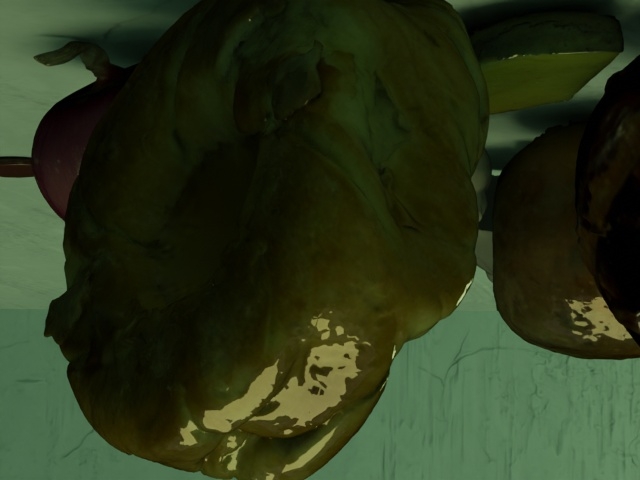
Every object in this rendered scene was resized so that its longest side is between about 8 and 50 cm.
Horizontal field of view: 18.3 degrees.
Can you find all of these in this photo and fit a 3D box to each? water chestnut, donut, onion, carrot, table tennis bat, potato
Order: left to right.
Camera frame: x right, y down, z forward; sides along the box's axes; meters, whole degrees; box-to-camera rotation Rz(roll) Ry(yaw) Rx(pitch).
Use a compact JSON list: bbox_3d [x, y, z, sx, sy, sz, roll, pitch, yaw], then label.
[{"bbox_3d":[-0.351,-0.076,2.143,0.156,0.013,0.087,-6,172,34],"label":"table tennis bat"},{"bbox_3d":[-0.139,-0.078,1.561,0.177,0.153,0.177,-2,178,0],"label":"onion"},{"bbox_3d":[-0.033,-0.017,1.326,0.170,0.360,0.360,23,161,-34],"label":"donut"},{"bbox_3d":[0.142,-0.135,1.441,0.119,0.054,0.198,5,167,-24],"label":"potato"},{"bbox_3d":[0.328,-0.002,1.775,0.341,0.224,0.224,0,173,12],"label":"carrot"},{"bbox_3d":[0.313,-0.047,1.469,0.300,0.300,0.300,1,173,0],"label":"water chestnut"}]

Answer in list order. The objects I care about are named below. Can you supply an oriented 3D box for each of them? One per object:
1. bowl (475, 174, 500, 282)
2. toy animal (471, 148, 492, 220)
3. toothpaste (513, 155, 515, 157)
[{"bbox_3d":[0.210,-0.002,2.028,0.189,0.086,0.189,-3,-161,1],"label":"bowl"},{"bbox_3d":[0.085,-0.047,1.722,0.182,0.127,0.131,-24,152,-49],"label":"toy animal"},{"bbox_3d":[0.338,-0.065,1.916,0.299,0.073,0.114,-5,158,11],"label":"toothpaste"}]
